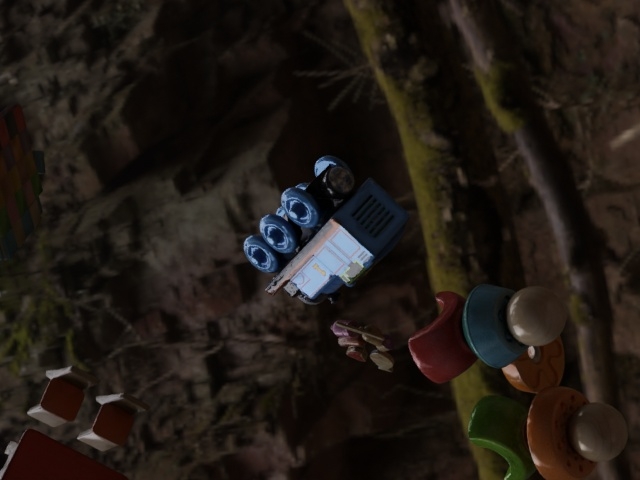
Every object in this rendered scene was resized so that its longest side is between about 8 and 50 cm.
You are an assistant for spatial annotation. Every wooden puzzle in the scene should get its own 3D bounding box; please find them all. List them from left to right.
[{"bbox_3d":[-0.126,-0.024,0.432,0.083,0.006,0.049,-79,-18,-65],"label":"wooden puzzle"}]

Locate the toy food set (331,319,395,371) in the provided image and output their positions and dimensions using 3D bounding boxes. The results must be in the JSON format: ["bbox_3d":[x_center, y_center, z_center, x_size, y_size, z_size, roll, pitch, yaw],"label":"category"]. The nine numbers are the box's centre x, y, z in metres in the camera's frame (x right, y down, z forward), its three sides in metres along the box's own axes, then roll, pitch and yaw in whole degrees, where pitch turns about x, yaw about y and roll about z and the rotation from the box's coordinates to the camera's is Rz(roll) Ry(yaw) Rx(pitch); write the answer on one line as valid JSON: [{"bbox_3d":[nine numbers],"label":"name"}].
[{"bbox_3d":[0.049,0.113,1.218,0.122,0.078,0.019,82,-153,-67],"label":"toy food set"}]

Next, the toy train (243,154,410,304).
[{"bbox_3d":[0.000,0.000,0.994,0.105,0.184,0.080,45,-126,1],"label":"toy train"}]

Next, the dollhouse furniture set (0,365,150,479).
[{"bbox_3d":[-0.345,0.265,1.262,0.259,0.135,0.262,34,-119,-25],"label":"dollhouse furniture set"}]

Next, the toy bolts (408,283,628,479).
[{"bbox_3d":[0.233,0.120,1.136,0.228,0.158,0.218,49,-131,-22],"label":"toy bolts"}]
